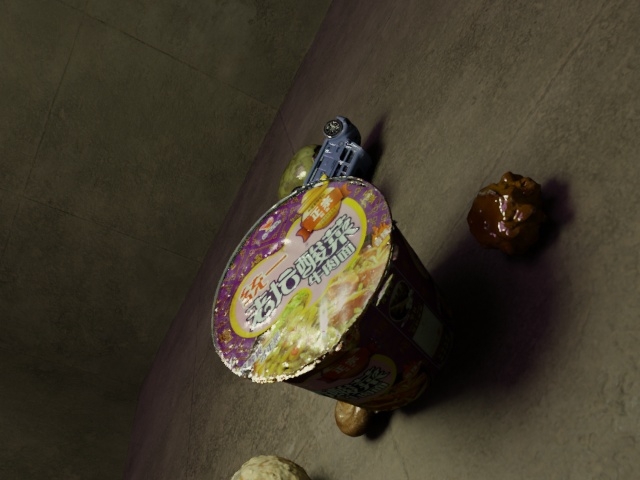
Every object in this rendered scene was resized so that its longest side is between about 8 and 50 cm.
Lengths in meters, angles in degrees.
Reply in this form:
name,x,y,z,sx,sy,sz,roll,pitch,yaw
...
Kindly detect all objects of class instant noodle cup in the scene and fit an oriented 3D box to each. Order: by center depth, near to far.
name,x,y,z,sx,sy,sz,roll,pitch,yaw
instant noodle cup,0.040,0.110,0.845,0.339,0.266,0.340,-27,42,27

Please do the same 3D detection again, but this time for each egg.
name,x,y,z,sx,sy,sz,roll,pitch,yaw
egg,-0.087,0.501,0.967,0.195,0.194,0.233,-56,32,27

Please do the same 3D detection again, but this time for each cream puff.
name,x,y,z,sx,sy,sz,roll,pitch,yaw
cream puff,0.272,-0.036,0.775,0.116,0.094,0.122,-40,56,57

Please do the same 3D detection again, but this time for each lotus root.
name,x,y,z,sx,sy,sz,roll,pitch,yaw
lotus root,-0.049,-0.167,1.644,0.309,0.173,0.173,128,156,-52

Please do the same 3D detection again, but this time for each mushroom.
name,x,y,z,sx,sy,sz,roll,pitch,yaw
mushroom,0.067,0.283,0.962,0.109,0.085,0.126,24,93,43

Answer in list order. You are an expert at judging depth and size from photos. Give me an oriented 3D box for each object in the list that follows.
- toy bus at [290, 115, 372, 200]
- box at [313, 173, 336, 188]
name,x,y,z,sx,sy,sz,roll,pitch,yaw
toy bus,0.040,-0.165,1.386,0.292,0.133,0.125,-64,-25,-9
box,0.000,0.000,1.265,0.265,0.168,0.097,-52,30,21
